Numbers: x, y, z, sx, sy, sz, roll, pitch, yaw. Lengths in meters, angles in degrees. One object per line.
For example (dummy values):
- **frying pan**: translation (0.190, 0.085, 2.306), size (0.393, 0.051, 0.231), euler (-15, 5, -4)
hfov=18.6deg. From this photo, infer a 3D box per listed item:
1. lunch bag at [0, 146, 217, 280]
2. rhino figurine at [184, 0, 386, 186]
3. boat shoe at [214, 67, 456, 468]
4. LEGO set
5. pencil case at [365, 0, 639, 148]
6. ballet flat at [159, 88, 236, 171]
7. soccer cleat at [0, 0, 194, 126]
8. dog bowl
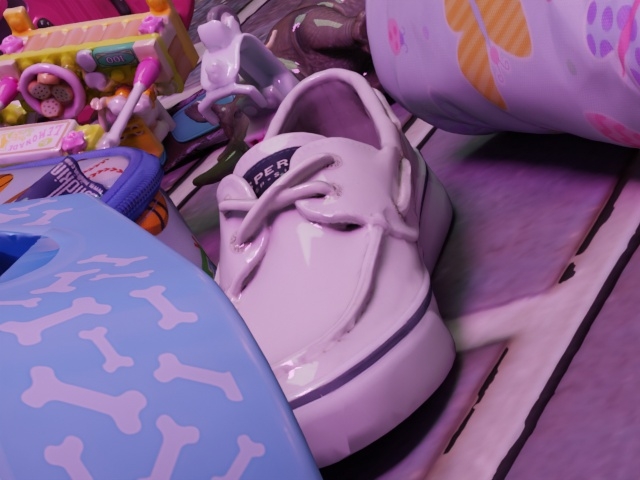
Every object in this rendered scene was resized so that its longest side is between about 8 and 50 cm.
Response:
- **lunch bag**: translation (-0.186, 0.069, 0.826), size (0.303, 0.115, 0.243), euler (-10, 27, 50)
- **rhino figurine**: translation (0.011, -0.103, 1.079), size (0.106, 0.073, 0.243), euler (3, 42, 52)
- **boat shoe**: translation (0.000, 0.000, 0.761), size (0.096, 0.088, 0.267), euler (-22, 17, 20)
- **LEGO set**: translation (-0.144, -0.030, 0.984), size (0.287, 0.132, 0.107), euler (-27, 30, 38)
- **pencil case**: translation (0.120, -0.094, 0.808), size (0.124, 0.113, 0.273), euler (-8, 9, -20)
- **ballet flat**: translation (-0.090, -0.062, 1.196), size (0.114, 0.041, 0.041), euler (-23, 18, 18)
- **soccer cleat**: translation (-0.215, -0.061, 1.183), size (0.331, 0.116, 0.143), euler (-44, 3, -13)
- **dog bowl**: translation (-0.061, 0.071, 0.545), size (0.074, 0.166, 0.297), euler (-20, 14, -13)
